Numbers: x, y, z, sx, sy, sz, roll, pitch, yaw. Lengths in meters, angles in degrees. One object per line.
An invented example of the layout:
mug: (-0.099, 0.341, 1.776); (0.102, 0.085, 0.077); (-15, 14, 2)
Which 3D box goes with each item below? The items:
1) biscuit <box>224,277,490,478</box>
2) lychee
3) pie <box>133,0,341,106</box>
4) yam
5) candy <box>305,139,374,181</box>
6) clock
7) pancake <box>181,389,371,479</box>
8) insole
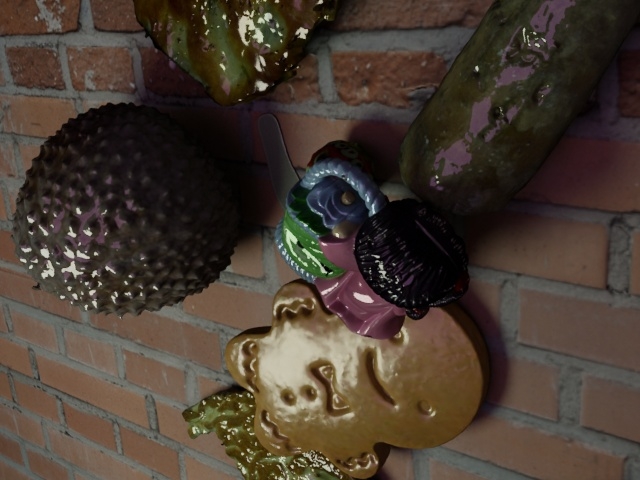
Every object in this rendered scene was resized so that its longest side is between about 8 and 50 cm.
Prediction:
biscuit: (0.038, 0.173, 0.950); (0.355, 0.052, 0.275); (-14, 100, 32)
lychee: (-0.253, -0.038, 0.993); (0.300, 0.300, 0.300); (15, 116, 34)
pie: (-0.106, -0.322, 0.875); (0.354, 0.103, 0.288); (43, 129, 23)
yam: (0.196, -0.176, 0.682); (0.133, 0.133, 0.330); (41, 123, 19)
candy: (0.000, 0.001, 0.944); (0.078, 0.084, 0.288); (33, 132, 18)
clock: (0.047, 0.006, 0.768); (0.194, 0.100, 0.195); (46, 154, 0)
pancake: (-0.060, 0.321, 1.125); (0.376, 0.054, 0.197); (22, 114, 32)
insole: (-0.049, -0.092, 0.985); (0.053, 0.002, 0.153); (-9, 101, 40)
